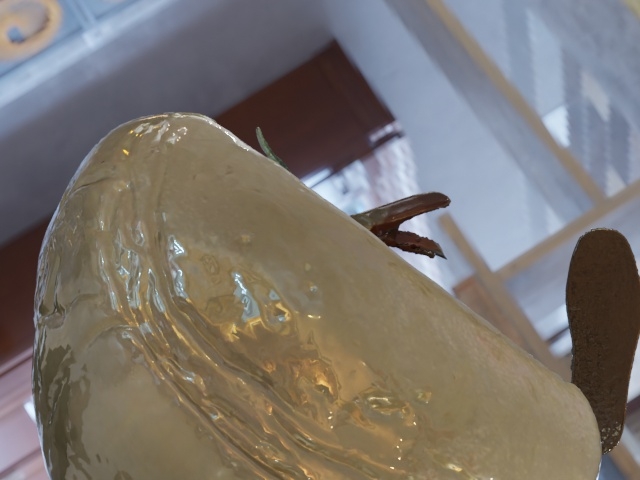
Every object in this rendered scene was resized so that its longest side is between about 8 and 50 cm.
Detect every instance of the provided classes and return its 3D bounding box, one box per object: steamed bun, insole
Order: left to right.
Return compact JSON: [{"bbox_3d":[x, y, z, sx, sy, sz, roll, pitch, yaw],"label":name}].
[{"bbox_3d":[-0.036,0.117,0.935,0.383,0.236,0.247,36,-38,-2],"label":"steamed bun"},{"bbox_3d":[0.400,0.142,2.091,0.007,0.111,0.327,43,51,-76],"label":"insole"}]

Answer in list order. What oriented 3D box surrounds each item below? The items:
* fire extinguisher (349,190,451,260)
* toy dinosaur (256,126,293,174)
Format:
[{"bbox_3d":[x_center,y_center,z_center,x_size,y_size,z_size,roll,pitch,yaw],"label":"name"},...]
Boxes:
[{"bbox_3d":[0.001,0.087,1.243,0.106,0.147,0.337,57,-47,34],"label":"fire extinguisher"},{"bbox_3d":[-0.038,0.021,2.223,0.076,0.129,0.383,-10,-70,57],"label":"toy dinosaur"}]
